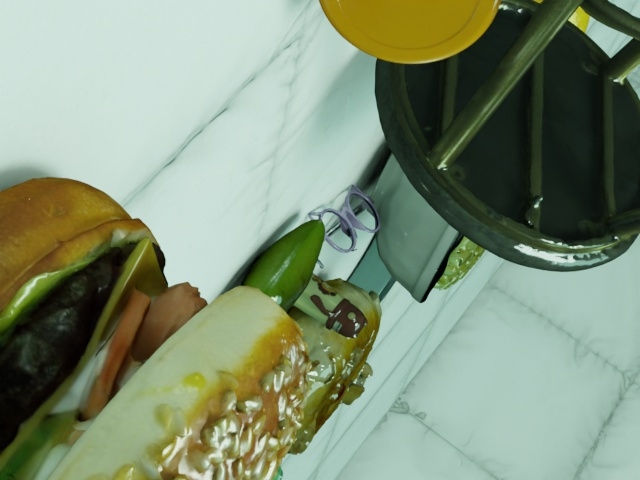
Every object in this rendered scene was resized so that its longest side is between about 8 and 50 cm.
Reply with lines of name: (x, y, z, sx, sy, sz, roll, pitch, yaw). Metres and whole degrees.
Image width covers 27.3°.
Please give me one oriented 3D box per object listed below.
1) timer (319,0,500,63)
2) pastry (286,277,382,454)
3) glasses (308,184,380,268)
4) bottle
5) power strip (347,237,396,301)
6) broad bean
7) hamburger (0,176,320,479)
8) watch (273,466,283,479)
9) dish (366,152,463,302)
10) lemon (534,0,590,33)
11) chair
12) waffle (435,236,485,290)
timer: (0.071, -0.224, 0.970, 0.152, 0.132, 0.132, -77, -171, -49)
pastry: (-0.010, 0.163, 1.665, 0.257, 0.121, 0.236, -53, 168, -13)
glasses: (0.000, 0.000, 1.483, 0.104, 0.062, 0.140, -36, -179, 34)
bottle: (0.009, 0.075, 1.539, 0.063, 0.101, 0.047, -42, 162, -50)
power strip: (0.087, 0.024, 1.836, 0.253, 0.054, 0.167, -59, 170, 21)
broad bean: (-0.084, 0.090, 1.289, 0.325, 0.067, 0.075, -52, 148, -32)
hamburger: (-0.142, 0.117, 0.754, 0.291, 0.225, 0.291, -52, 171, -11)
watch: (-0.135, 0.258, 1.497, 0.152, 0.131, 0.165, -36, 172, 0)
dish: (0.140, -0.071, 1.568, 0.303, 0.120, 0.303, -60, 175, -9)
lemon: (0.260, -0.273, 1.545, 0.114, 0.114, 0.155, -47, 155, -34)
chair: (0.267, -0.192, 1.094, 0.410, 0.362, 0.364, 131, -29, -51)
waffle: (0.302, -0.036, 2.478, 0.317, 0.073, 0.297, -58, 168, 17)
